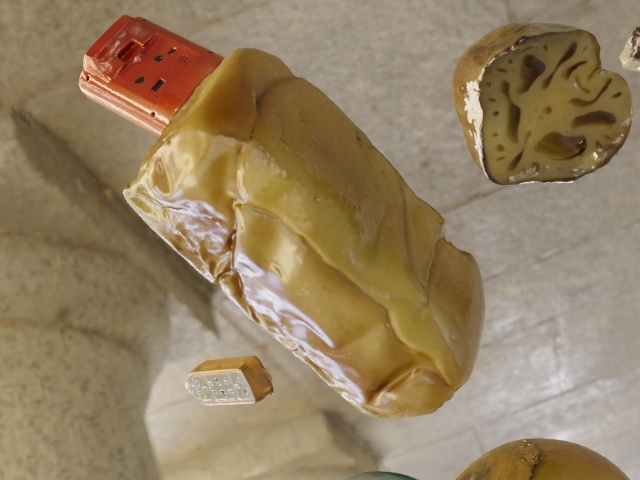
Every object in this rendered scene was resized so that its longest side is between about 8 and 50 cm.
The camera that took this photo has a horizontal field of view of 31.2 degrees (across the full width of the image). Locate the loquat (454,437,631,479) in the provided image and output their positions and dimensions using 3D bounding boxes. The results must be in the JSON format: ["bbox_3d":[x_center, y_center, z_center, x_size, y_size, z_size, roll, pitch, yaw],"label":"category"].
[{"bbox_3d":[0.235,0.339,1.225,0.263,0.263,0.263,-16,155,-8],"label":"loquat"}]

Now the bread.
[{"bbox_3d":[0.000,0.000,0.873,0.294,0.167,0.132,43,120,-15],"label":"bread"}]

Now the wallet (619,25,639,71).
[{"bbox_3d":[0.391,-0.147,0.813,0.335,0.068,0.275,-4,177,21],"label":"wallet"}]

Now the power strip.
[{"bbox_3d":[-0.112,0.163,1.309,0.028,0.049,0.178,-31,-171,-33],"label":"power strip"}]

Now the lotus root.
[{"bbox_3d":[0.258,-0.182,1.388,0.199,0.180,0.188,-4,116,-7],"label":"lotus root"}]

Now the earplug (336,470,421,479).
[{"bbox_3d":[0.063,0.246,0.633,0.185,0.185,0.324,-23,129,6],"label":"earplug"}]

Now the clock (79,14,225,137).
[{"bbox_3d":[-0.178,-0.181,1.244,0.113,0.155,0.061,-50,149,-17],"label":"clock"}]
